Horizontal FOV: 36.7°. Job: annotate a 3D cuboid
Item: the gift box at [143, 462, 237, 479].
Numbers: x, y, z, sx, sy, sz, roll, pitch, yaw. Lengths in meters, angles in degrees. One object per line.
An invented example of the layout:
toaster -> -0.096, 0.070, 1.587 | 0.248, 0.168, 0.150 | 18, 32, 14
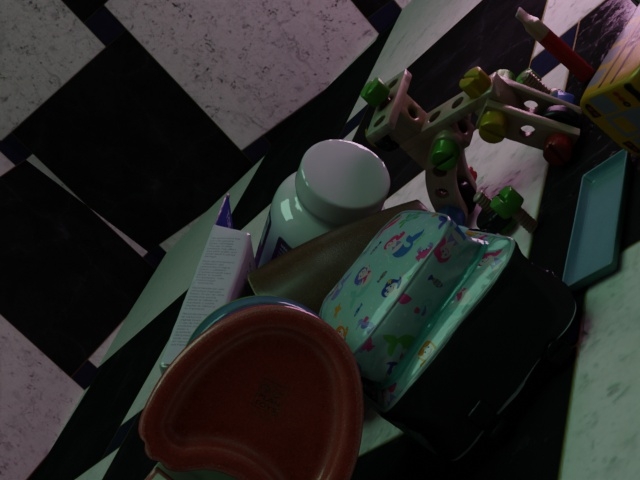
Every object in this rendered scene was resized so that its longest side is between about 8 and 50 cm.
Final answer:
gift box -> -0.088, 0.335, 0.858 | 0.255, 0.276, 0.258 | -57, -2, 3

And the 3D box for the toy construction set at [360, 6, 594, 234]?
toy construction set -> 0.199, -0.183, 1.271 | 0.309, 0.237, 0.257 | -55, 14, -19

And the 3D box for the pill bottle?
pill bottle -> 0.000, 0.000, 1.397 | 0.301, 0.169, 0.169 | 112, -176, -50

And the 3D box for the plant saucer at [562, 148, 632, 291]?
plant saucer -> 0.295, -0.022, 1.018 | 0.067, 0.018, 0.192 | -38, 18, 43

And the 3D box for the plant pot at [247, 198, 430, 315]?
plant pot -> 0.063, 0.058, 1.220 | 0.230, 0.215, 0.215 | -38, 15, 1

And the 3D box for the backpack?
backpack -> 0.114, 0.083, 1.005 | 0.225, 0.191, 0.253 | -52, 9, -1

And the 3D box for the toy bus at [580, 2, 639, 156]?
toy bus -> 0.419, -0.253, 1.027 | 0.333, 0.108, 0.130 | -56, 12, -16

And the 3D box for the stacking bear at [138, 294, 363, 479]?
stacking bear -> -0.059, 0.132, 0.912 | 0.164, 0.175, 0.289 | -63, 7, -4

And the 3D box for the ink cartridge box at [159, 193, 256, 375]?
ink cartridge box -> -0.116, 0.160, 1.308 | 0.330, 0.071, 0.324 | -74, -17, -47

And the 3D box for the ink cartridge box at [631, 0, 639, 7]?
ink cartridge box -> 0.415, -0.320, 1.151 | 0.099, 0.135, 0.056 | -48, 17, 14
